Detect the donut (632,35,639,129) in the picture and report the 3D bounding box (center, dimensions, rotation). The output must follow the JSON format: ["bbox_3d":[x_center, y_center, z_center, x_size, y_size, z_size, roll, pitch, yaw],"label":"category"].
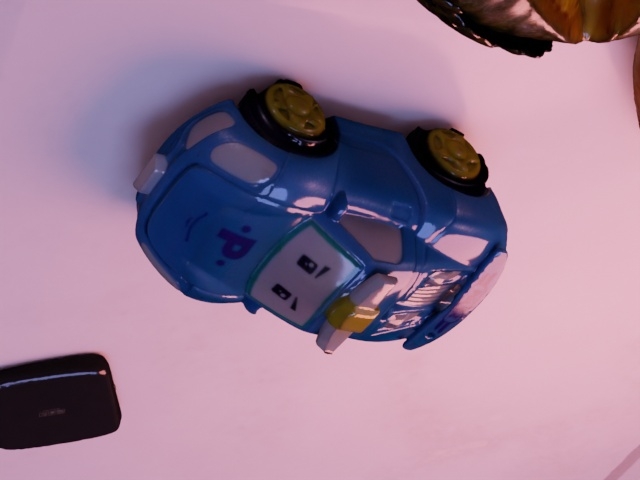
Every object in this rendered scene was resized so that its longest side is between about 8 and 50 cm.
[{"bbox_3d":[0.393,-0.111,1.290,0.317,0.150,0.299,9,143,-31],"label":"donut"}]

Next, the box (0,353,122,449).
[{"bbox_3d":[-0.258,0.153,1.550,0.126,0.027,0.125,-9,144,-6],"label":"box"}]

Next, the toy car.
[{"bbox_3d":[0.000,0.000,1.298,0.314,0.166,0.198,13,134,-34],"label":"toy car"}]

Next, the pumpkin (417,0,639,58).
[{"bbox_3d":[0.157,-0.247,0.935,0.321,0.192,0.320,-2,155,-1],"label":"pumpkin"}]
